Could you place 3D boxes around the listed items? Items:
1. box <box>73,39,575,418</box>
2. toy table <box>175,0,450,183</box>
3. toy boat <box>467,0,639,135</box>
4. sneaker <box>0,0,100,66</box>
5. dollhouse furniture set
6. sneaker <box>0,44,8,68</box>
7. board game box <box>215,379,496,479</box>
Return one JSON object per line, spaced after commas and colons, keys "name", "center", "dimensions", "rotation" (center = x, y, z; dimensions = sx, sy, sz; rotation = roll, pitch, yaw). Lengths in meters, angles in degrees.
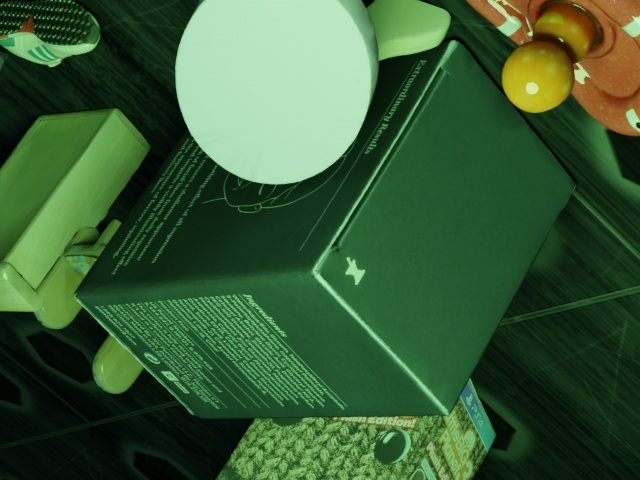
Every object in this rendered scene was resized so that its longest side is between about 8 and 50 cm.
{"name": "box", "center": [0.000, 0.000, 1.951], "dimensions": [0.395, 0.293, 0.212], "rotation": [-7, 134, 51]}
{"name": "toy table", "center": [-0.019, -0.191, 1.767], "dimensions": [0.252, 0.161, 0.274], "rotation": [28, 142, -8]}
{"name": "toy boat", "center": [0.201, -0.165, 1.633], "dimensions": [0.231, 0.151, 0.151], "rotation": [39, 152, -11]}
{"name": "sneaker", "center": [-0.290, -0.223, 2.158], "dimensions": [0.161, 0.057, 0.075], "rotation": [8, 160, 36]}
{"name": "dollhouse furniture set", "center": [-0.235, 0.073, 2.345], "dimensions": [0.362, 0.256, 0.394], "rotation": [-1, 138, 46]}
{"name": "sneaker", "center": [-0.418, -0.254, 2.193], "dimensions": [0.163, 0.086, 0.226], "rotation": [32, 150, -2]}
{"name": "board game box", "center": [0.033, 0.281, 2.364], "dimensions": [0.232, 0.291, 0.141], "rotation": [11, 144, 34]}
